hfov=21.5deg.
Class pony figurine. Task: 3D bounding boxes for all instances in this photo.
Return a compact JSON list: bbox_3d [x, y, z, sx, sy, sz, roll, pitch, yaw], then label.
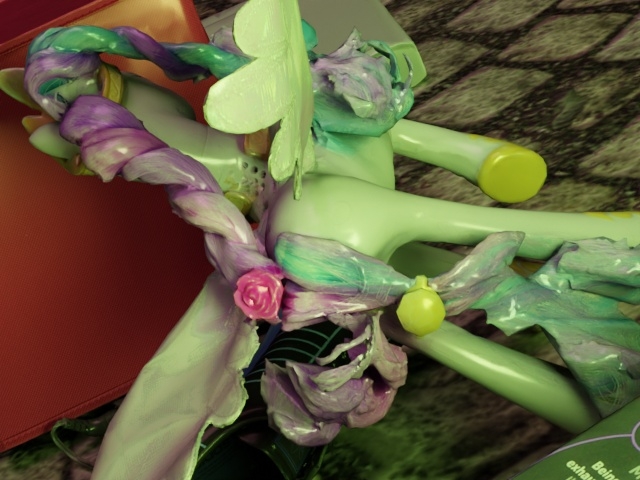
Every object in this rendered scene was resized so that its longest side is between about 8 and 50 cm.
[{"bbox_3d":[0.000,0.000,0.884,0.363,0.302,0.351,17,16,-13],"label":"pony figurine"}]

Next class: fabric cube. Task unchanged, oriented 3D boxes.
[{"bbox_3d":[-0.185,-0.048,1.233,0.254,0.258,0.259,-27,19,-6],"label":"fabric cube"}]

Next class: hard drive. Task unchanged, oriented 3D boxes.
[{"bbox_3d":[-0.043,-0.181,1.672,0.233,0.047,0.353,-24,24,0],"label":"hard drive"}]

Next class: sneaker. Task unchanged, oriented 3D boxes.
[{"bbox_3d":[-0.013,0.099,1.013,0.232,0.081,0.090,-40,31,-19],"label":"sneaker"}]

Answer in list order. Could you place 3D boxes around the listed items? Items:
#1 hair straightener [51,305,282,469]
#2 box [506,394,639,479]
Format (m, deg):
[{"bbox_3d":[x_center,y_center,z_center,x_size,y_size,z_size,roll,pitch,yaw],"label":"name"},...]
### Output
[{"bbox_3d":[-0.073,0.096,1.104,0.230,0.047,0.089,-21,23,7],"label":"hair straightener"},{"bbox_3d":[0.213,0.122,0.622,0.270,0.143,0.165,-30,40,-15],"label":"box"}]
